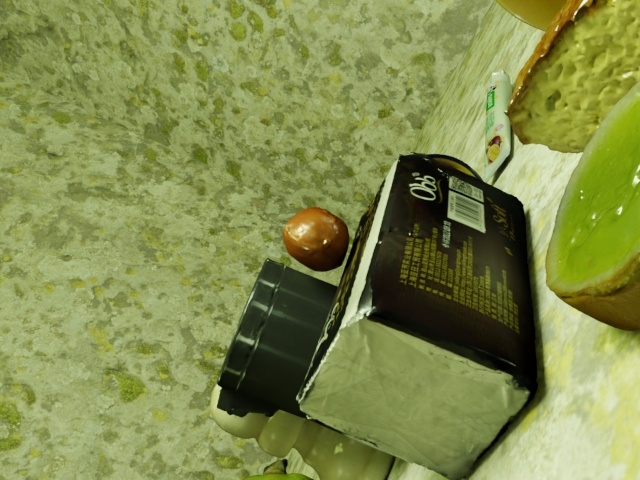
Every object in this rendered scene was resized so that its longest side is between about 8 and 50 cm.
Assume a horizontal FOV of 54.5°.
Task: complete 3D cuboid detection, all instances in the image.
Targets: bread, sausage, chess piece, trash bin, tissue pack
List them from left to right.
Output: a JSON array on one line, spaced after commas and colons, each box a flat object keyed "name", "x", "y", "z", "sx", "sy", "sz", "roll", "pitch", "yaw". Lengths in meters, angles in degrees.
[{"name": "chess piece", "x": -0.033, "y": 0.295, "z": 1.018, "sx": 0.167, "sy": 0.300, "sz": 0.167, "roll": -64, "pitch": 1, "yaw": 2}, {"name": "sausage", "x": 0.000, "y": 0.000, "z": 0.871, "sx": 0.089, "sy": 0.089, "sz": 0.179, "roll": -66, "pitch": -13, "yaw": -5}, {"name": "trash bin", "x": 0.024, "y": 0.174, "z": 0.913, "sx": 0.203, "sy": 0.302, "sz": 0.252, "roll": 126, "pitch": 165, "yaw": -82}, {"name": "tissue pack", "x": 0.129, "y": 0.058, "z": 0.754, "sx": 0.370, "sy": 0.210, "sz": 0.198, "roll": -65, "pitch": -4, "yaw": -54}, {"name": "bread", "x": 0.293, "y": -0.201, "z": 0.610, "sx": 0.134, "sy": 0.129, "sz": 0.260, "roll": -65, "pitch": 2, "yaw": -29}, {"name": "bread", "x": 0.255, "y": -0.046, "z": 0.462, "sx": 0.236, "sy": 0.070, "sz": 0.236, "roll": 24, "pitch": -90, "yaw": -89}]

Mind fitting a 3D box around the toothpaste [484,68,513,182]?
[{"name": "toothpaste", "x": 0.339, "y": -0.226, "z": 1.178, "sx": 0.314, "sy": 0.056, "sz": 0.058, "roll": -71, "pitch": -36, "yaw": -45}]

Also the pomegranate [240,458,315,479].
[{"name": "pomegranate", "x": -0.044, "y": 0.419, "z": 0.680, "sx": 0.340, "sy": 0.261, "sz": 0.260, "roll": -108, "pitch": 32, "yaw": -42}]

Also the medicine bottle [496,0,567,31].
[{"name": "medicine bottle", "x": 0.314, "y": -0.389, "z": 0.683, "sx": 0.238, "sy": 0.238, "sz": 0.231, "roll": 116, "pitch": 179, "yaw": -68}]

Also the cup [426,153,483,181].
[{"name": "cup", "x": 0.157, "y": -0.023, "z": 1.130, "sx": 0.255, "sy": 0.178, "sz": 0.256, "roll": -39, "pitch": -2, "yaw": -2}]
